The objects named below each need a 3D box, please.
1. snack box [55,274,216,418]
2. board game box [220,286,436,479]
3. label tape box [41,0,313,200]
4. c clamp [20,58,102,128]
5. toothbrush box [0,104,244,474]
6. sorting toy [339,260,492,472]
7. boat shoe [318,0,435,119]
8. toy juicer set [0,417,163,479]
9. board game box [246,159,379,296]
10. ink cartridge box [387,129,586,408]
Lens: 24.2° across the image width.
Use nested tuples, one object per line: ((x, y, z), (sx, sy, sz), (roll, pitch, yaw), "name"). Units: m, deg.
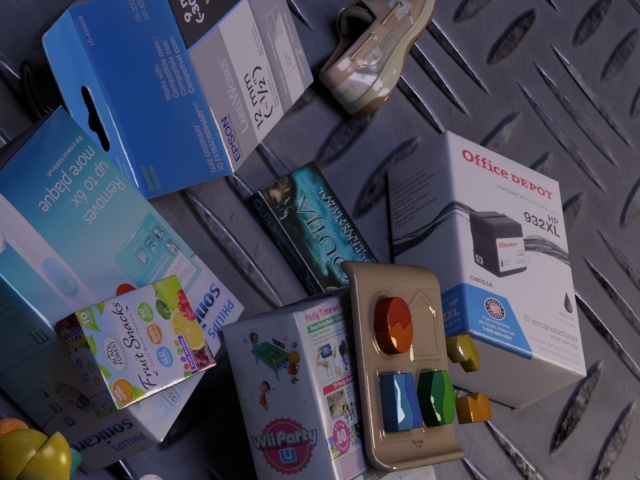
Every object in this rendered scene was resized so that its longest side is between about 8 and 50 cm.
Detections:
((-0.174, 0.099, 1.430), (0.141, 0.037, 0.100), (-21, 85, -50), "snack box")
((0.021, 0.212, 1.613), (0.224, 0.098, 0.303), (-15, 92, -62), "board game box")
((-0.154, -0.206, 1.719), (0.347, 0.115, 0.249), (-56, 135, -49), "label tape box")
((-0.288, -0.189, 1.723), (0.161, 0.022, 0.137), (-32, 94, -51), "c clamp")
((-0.248, 0.051, 1.506), (0.295, 0.126, 0.216), (50, 40, -16), "toothbrush box")
((0.123, 0.136, 1.687), (0.307, 0.041, 0.229), (5, 73, -60), "sorting toy")
((0.077, -0.299, 2.089), (0.098, 0.109, 0.302), (41, 48, -19), "boat shoe")
((-0.263, 0.196, 1.346), (0.329, 0.209, 0.089), (16, 63, -36), "toy juicer set")
((0.000, 0.000, 1.873), (0.186, 0.026, 0.126), (57, 40, 1), "board game box")
((0.217, 0.039, 1.981), (0.223, 0.129, 0.307), (21, 51, -33), "ink cartridge box")
